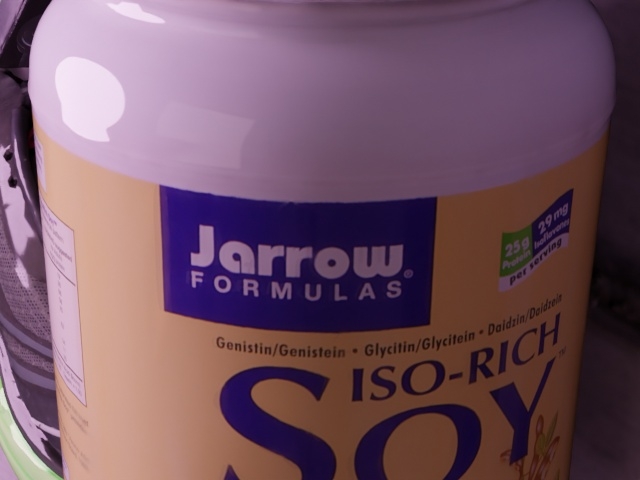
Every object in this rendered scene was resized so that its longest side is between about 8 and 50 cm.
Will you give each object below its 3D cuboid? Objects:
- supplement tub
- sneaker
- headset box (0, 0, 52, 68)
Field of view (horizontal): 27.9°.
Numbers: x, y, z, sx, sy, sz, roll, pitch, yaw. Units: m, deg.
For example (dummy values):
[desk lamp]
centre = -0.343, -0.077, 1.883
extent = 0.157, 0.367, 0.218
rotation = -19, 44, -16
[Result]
[supplement tub]
centre = 0.000, 0.000, 0.564
extent = 0.241, 0.241, 0.331
rotation = 25, 125, 40
[sneaker]
centre = -0.189, -0.040, 0.850
extent = 0.483, 0.185, 0.202
rotation = 48, 120, 17
[headset box]
centre = -0.155, -0.275, 0.781
extent = 0.246, 0.131, 0.283
rotation = 55, 131, 23
